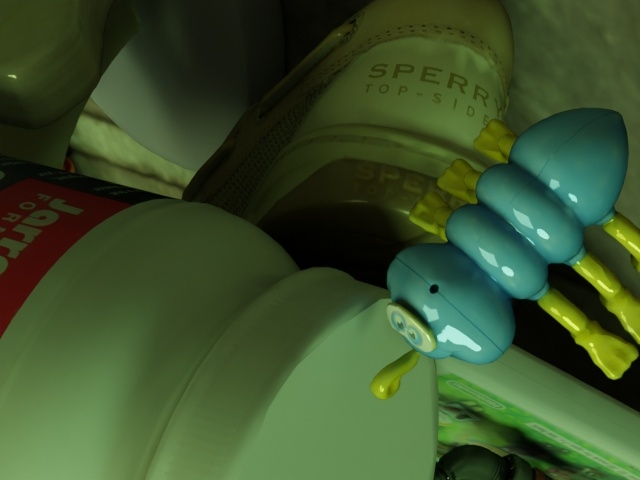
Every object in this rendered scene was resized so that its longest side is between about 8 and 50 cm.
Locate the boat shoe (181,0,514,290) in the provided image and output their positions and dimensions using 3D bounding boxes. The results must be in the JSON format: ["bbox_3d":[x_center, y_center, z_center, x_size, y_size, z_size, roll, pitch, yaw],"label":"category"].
[{"bbox_3d":[0.000,0.000,0.728,0.121,0.110,0.341,20,158,-15],"label":"boat shoe"}]

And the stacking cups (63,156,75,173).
[{"bbox_3d":[-0.159,-0.002,0.953,0.096,0.096,0.316,8,125,47],"label":"stacking cups"}]

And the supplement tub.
[{"bbox_3d":[-0.117,0.066,0.582,0.272,0.191,0.191,14,136,25],"label":"supplement tub"}]

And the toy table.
[{"bbox_3d":[-0.141,-0.115,0.724,0.252,0.161,0.274,-1,124,52],"label":"toy table"}]

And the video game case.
[{"bbox_3d":[0.048,0.083,0.716,0.212,0.023,0.193,28,155,-32],"label":"video game case"}]

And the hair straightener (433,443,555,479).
[{"bbox_3d":[0.089,0.130,0.703,0.089,0.047,0.230,-6,154,43],"label":"hair straightener"}]

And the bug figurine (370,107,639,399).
[{"bbox_3d":[0.153,0.013,0.455,0.279,0.216,0.072,37,177,26],"label":"bug figurine"}]
